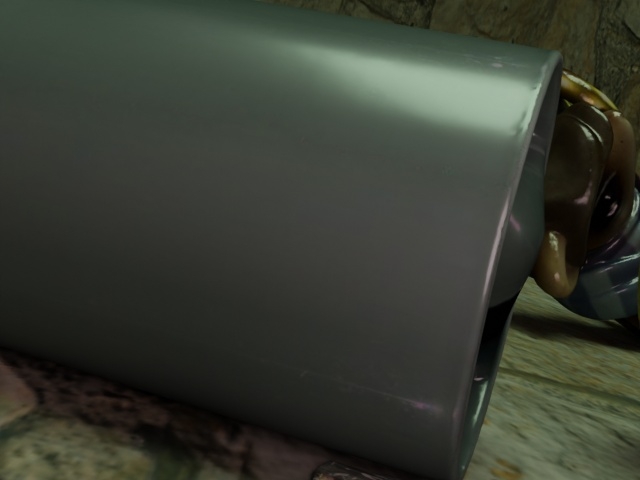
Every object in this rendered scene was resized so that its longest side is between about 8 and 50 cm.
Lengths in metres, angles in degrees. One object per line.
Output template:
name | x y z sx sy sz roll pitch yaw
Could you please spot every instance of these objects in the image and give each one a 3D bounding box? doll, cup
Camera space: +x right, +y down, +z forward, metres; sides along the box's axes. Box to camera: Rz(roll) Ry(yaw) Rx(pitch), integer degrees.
doll | 0.329 -0.013 1.146 0.339 0.209 0.318 27 23 -25
cup | -0.050 -0.020 0.537 0.312 0.206 0.205 14 6 14

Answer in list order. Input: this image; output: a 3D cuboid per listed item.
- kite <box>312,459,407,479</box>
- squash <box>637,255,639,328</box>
kite | 0.024 0.114 0.372 0.127 0.016 0.229 13 2 22
squash | 0.309 0.081 0.658 0.236 0.204 0.155 17 28 20
